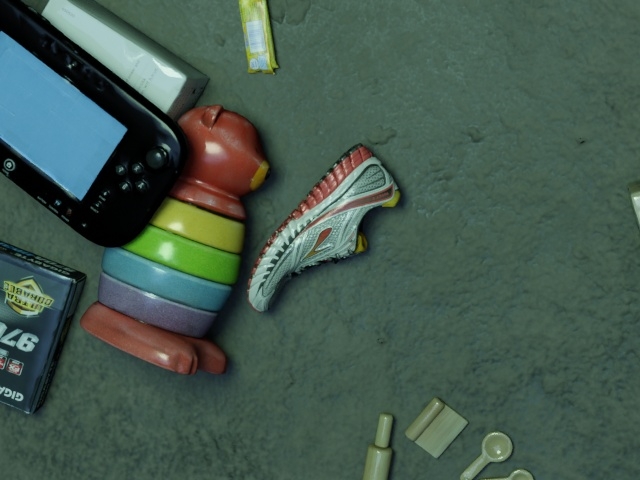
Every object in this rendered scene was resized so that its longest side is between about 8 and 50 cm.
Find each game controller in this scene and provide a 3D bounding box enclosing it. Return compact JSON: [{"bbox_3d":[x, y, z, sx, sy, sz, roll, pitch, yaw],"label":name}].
[{"bbox_3d":[-0.295,-0.136,1.723,0.319,0.067,0.166,38,101,5],"label":"game controller"}]

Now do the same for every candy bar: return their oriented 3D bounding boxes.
[{"bbox_3d":[-0.076,-0.267,1.821,0.040,0.018,0.161,-7,97,13],"label":"candy bar"}]

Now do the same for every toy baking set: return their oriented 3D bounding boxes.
[{"bbox_3d":[0.138,0.314,1.860,0.197,0.030,0.256,15,99,6],"label":"toy baking set"}]

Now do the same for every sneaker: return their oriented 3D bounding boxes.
[{"bbox_3d":[0.000,0.000,1.811,0.093,0.088,0.225,42,103,-2],"label":"sneaker"}]

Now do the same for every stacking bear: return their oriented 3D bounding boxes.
[{"bbox_3d":[-0.148,-0.011,1.801,0.164,0.175,0.289,21,91,15],"label":"stacking bear"}]

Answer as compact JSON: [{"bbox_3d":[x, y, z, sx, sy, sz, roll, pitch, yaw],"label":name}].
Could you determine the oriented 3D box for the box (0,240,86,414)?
[{"bbox_3d":[-0.408,0.085,1.900,0.220,0.051,0.175,21,100,5],"label":"box"}]

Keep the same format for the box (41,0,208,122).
[{"bbox_3d":[-0.255,-0.158,1.810,0.182,0.119,0.181,33,101,3],"label":"box"}]

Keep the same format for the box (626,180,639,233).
[{"bbox_3d":[0.499,-0.034,1.714,0.311,0.121,0.148,-18,94,11],"label":"box"}]
